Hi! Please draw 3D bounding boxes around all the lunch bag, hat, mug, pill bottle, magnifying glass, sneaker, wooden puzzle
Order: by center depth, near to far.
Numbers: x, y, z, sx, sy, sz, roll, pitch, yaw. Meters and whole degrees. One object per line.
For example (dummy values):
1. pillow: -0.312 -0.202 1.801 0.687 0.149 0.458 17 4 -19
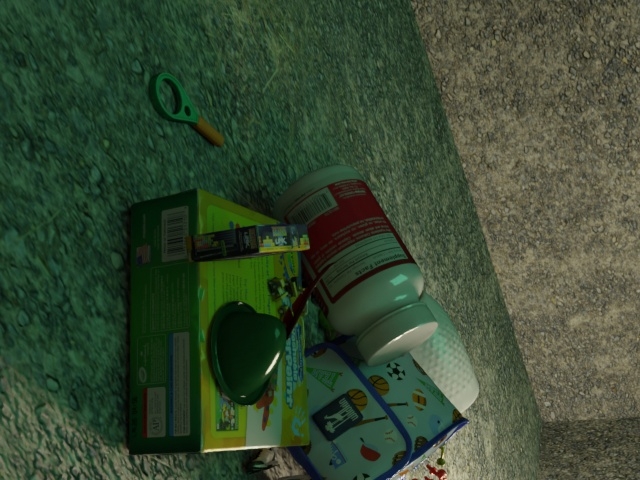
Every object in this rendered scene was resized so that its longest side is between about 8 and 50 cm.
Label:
1. hat: -0.064 0.167 1.317 0.173 0.183 0.208 -19 96 -61
2. wooden puzzle: -0.094 0.244 1.437 0.049 0.006 0.083 41 47 -52
3. magnifying glass: -0.271 -0.260 1.613 0.231 0.026 0.092 42 44 -53
4. sneaker: -0.127 0.461 1.647 0.109 0.040 0.044 18 48 -66
5. pill bottle: 0.078 0.055 1.705 0.408 0.229 0.229 60 18 22
6. lunch bag: 0.082 0.381 1.720 0.385 0.239 0.328 -17 59 -44
7. mug: 0.259 0.336 2.203 0.328 0.276 0.374 68 23 -15

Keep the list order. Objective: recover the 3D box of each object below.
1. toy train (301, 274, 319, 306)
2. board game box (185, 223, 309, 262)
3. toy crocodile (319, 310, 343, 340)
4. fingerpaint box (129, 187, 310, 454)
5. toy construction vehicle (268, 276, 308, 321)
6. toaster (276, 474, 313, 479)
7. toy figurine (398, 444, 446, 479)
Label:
1. toy train: 0.000 0.000 1.966 0.190 0.142 0.334 45 42 -37
2. board game box: -0.120 0.004 1.321 0.170 0.141 0.048 -3 84 -64
3. toy crocodile: 0.067 0.149 2.074 0.115 0.105 0.340 36 50 -56
4. fingerpaint box: -0.183 0.168 1.480 0.371 0.163 0.445 21 63 -60
5. toy construction vehicle: -0.058 0.111 1.525 0.086 0.035 0.098 -31 109 -63
6. toaster: -0.039 0.600 1.671 0.227 0.129 0.146 55 31 -38
7. toy figurine: 0.183 0.606 2.024 0.217 0.191 0.362 -24 129 -28
